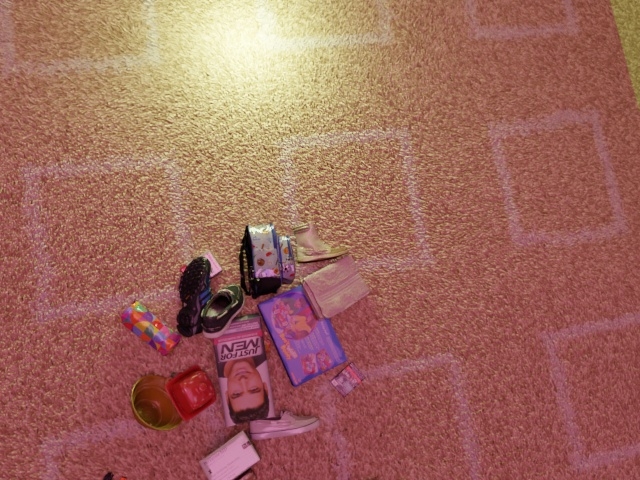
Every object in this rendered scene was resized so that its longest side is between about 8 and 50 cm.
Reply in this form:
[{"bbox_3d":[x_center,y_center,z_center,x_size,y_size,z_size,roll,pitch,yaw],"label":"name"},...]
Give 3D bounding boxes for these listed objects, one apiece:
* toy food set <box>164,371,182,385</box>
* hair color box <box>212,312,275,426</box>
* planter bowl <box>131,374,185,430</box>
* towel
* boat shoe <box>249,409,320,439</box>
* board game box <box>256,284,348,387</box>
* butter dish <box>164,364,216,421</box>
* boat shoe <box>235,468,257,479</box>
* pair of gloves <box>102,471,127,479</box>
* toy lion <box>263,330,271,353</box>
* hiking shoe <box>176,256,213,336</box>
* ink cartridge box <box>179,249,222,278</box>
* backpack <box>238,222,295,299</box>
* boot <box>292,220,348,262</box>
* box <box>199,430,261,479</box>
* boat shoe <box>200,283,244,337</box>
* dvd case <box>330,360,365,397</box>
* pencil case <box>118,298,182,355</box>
[{"bbox_3d":[-0.533,0.530,1.804,0.083,0.020,0.082,52,39,-2],"label":"toy food set"},{"bbox_3d":[-0.289,0.475,1.807,0.185,0.113,0.374,-9,91,-11],"label":"hair color box"},{"bbox_3d":[-0.599,0.602,1.740,0.217,0.217,0.090,44,112,-1],"label":"planter bowl"},{"bbox_3d":[0.063,0.183,1.927,0.282,0.049,0.187,-27,89,-36],"label":"towel"},{"bbox_3d":[-0.137,0.686,1.839,0.268,0.096,0.088,-6,84,-5],"label":"boat shoe"},{"bbox_3d":[-0.073,0.361,1.905,0.233,0.078,0.347,-23,86,-13],"label":"board game box"},{"bbox_3d":[-0.451,0.544,1.765,0.160,0.118,0.160,-28,86,-47],"label":"butter dish"},{"bbox_3d":[-0.319,0.921,1.781,0.190,0.068,0.072,-31,99,-14],"label":"boat shoe"},{"bbox_3d":[-0.742,0.873,1.735,0.083,0.010,0.074,23,79,-3],"label":"pair of gloves"},{"bbox_3d":[-0.241,0.401,1.895,0.100,0.034,0.096,3,88,-10],"label":"toy lion"},{"bbox_3d":[-0.455,0.206,1.820,0.113,0.132,0.304,16,96,29],"label":"hiking shoe"},{"bbox_3d":[-0.461,0.114,1.883,0.135,0.056,0.099,-35,88,-13],"label":"ink cartridge box"},{"bbox_3d":[-0.204,0.066,1.844,0.213,0.276,0.263,-12,77,-17],"label":"backpack"},{"bbox_3d":[0.000,0.000,1.978,0.213,0.077,0.165,-9,81,-9],"label":"boot"},{"bbox_3d":[-0.316,0.783,1.728,0.181,0.182,0.119,-32,73,-17],"label":"box"},{"bbox_3d":[-0.350,0.232,1.772,0.114,0.302,0.091,0,116,4],"label":"boat shoe"},{"bbox_3d":[0.110,0.557,1.942,0.119,0.013,0.087,-40,90,-15],"label":"dvd case"},{"bbox_3d":[-0.629,0.322,1.799,0.236,0.104,0.104,42,76,-2],"label":"pencil case"}]
